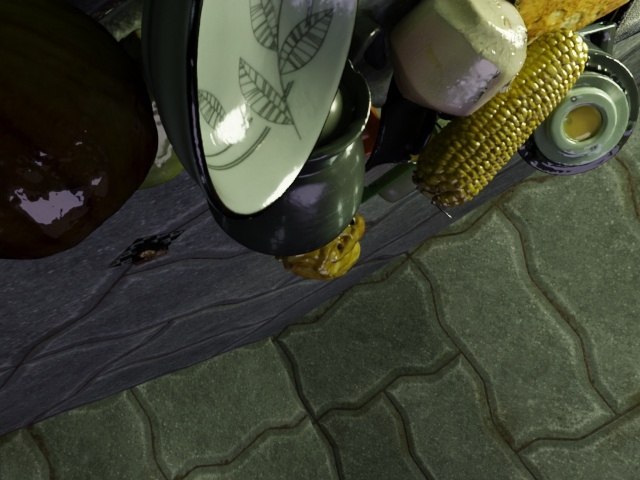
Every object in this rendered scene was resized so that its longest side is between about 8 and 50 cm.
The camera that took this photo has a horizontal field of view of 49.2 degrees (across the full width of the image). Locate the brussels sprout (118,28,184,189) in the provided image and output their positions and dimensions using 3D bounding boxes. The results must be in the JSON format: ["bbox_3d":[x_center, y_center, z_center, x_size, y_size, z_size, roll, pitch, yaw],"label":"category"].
[{"bbox_3d":[-0.195,-0.126,0.726,0.183,0.131,0.145,-30,147,18],"label":"brussels sprout"}]

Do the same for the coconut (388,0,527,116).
[{"bbox_3d":[0.175,-0.245,0.931,0.171,0.171,0.183,-17,159,-43],"label":"coconut"}]

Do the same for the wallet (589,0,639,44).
[{"bbox_3d":[0.632,-0.472,1.274,0.220,0.071,0.262,-21,164,-9],"label":"wallet"}]

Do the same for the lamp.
[{"bbox_3d":[0.409,-0.238,1.174,0.374,0.205,0.272,-14,-149,-15],"label":"lamp"}]

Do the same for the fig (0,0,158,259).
[{"bbox_3d":[-0.258,-0.136,0.496,0.217,0.217,0.321,-27,140,-3],"label":"fig"}]

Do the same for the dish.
[{"bbox_3d":[-0.069,-0.180,0.606,0.316,0.106,0.317,18,90,-74],"label":"dish"}]

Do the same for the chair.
[{"bbox_3d":[0.141,-0.198,1.089,0.221,0.145,0.140,-14,141,-28],"label":"chair"}]

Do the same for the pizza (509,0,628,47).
[{"bbox_3d":[0.360,-0.380,0.976,0.268,0.087,0.258,-28,165,-1],"label":"pizza"}]

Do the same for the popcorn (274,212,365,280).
[{"bbox_3d":[0.000,0.000,1.608,0.253,0.190,0.191,-25,176,-33],"label":"popcorn"}]

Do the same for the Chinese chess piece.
[{"bbox_3d":[0.209,-0.171,1.443,0.237,0.092,0.238,-35,-179,1],"label":"Chinese chess piece"}]

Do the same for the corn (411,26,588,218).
[{"bbox_3d":[0.256,-0.172,0.999,0.305,0.106,0.106,-47,166,8],"label":"corn"}]

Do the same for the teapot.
[{"bbox_3d":[-0.004,-0.141,0.891,0.305,0.223,0.285,-22,161,-14],"label":"teapot"}]

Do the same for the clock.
[{"bbox_3d":[0.061,-0.153,1.249,0.219,0.106,0.255,-35,167,33],"label":"clock"}]

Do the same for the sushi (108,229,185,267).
[{"bbox_3d":[-0.332,0.028,1.358,0.126,0.026,0.120,-36,167,38],"label":"sushi"}]
